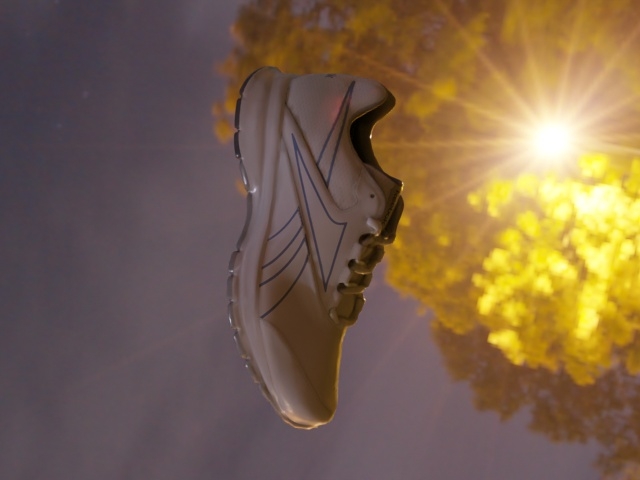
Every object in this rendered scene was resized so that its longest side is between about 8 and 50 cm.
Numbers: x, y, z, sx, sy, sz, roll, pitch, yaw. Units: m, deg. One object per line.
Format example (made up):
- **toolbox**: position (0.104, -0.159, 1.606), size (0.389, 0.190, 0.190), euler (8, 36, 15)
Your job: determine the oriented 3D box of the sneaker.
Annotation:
- **sneaker**: position (0.000, 0.000, 0.958), size (0.111, 0.129, 0.297), euler (20, -112, -71)
